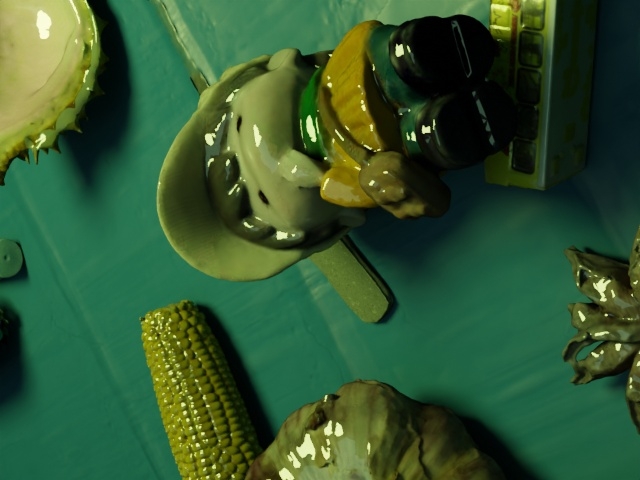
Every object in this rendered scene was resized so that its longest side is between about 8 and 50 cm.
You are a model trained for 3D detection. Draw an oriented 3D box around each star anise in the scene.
[{"bbox_3d":[0.267,0.065,1.075,0.182,0.065,0.195,0,101,39],"label":"star anise"}]

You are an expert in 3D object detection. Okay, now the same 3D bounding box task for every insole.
[{"bbox_3d":[0.000,0.000,1.313,0.192,0.010,0.063,49,131,15],"label":"insole"}]

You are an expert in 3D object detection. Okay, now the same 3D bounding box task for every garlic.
[{"bbox_3d":[0.057,0.241,1.260,0.244,0.160,0.245,2,97,19],"label":"garlic"}]

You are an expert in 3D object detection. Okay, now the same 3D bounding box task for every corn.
[{"bbox_3d":[-0.117,0.189,1.427,0.091,0.091,0.260,-22,89,28],"label":"corn"}]

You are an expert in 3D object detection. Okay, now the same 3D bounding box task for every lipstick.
[{"bbox_3d":[-0.422,0.028,1.655,0.158,0.048,0.048,-8,100,42],"label":"lipstick"}]

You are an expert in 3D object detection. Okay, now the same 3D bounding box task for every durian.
[{"bbox_3d":[-0.317,-0.206,1.423,0.195,0.185,0.305,-23,82,16],"label":"durian"}]

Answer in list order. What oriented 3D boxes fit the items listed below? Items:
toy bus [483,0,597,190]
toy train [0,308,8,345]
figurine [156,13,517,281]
[{"bbox_3d":[0.166,-0.154,1.069,0.074,0.081,0.226,17,115,36],"label":"toy bus"},{"bbox_3d":[-0.481,0.119,1.663,0.163,0.112,0.203,43,142,-10],"label":"toy train"},{"bbox_3d":[0.023,-0.086,1.140,0.332,0.204,0.185,-17,91,37],"label":"figurine"}]
